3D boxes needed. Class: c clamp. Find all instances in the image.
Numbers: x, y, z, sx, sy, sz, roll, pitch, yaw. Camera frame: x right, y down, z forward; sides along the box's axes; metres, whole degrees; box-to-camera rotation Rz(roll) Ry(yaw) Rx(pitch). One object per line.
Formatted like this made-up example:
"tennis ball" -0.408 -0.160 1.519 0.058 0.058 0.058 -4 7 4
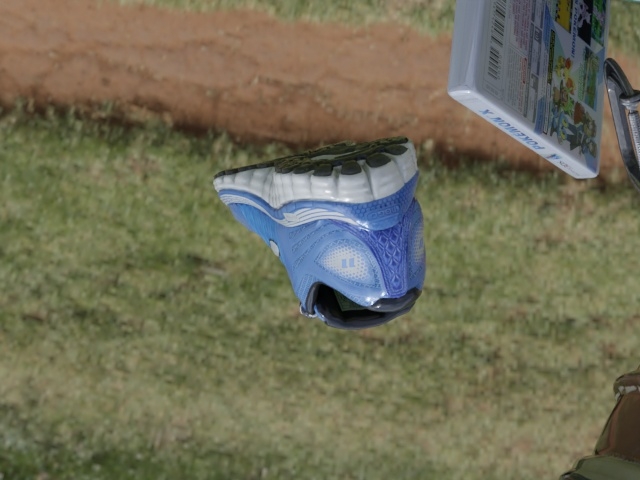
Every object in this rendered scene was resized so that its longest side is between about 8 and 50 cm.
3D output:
"c clamp" 0.302 -0.093 1.256 0.022 0.137 0.160 -17 108 5

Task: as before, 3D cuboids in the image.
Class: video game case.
"video game case" 0.236 -0.264 1.421 0.036 0.328 0.300 -3 164 36

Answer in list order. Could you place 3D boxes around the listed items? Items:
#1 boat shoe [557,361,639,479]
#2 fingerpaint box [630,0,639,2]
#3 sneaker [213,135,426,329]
"boat shoe" 0.228 0.109 0.403 0.324 0.119 0.122 28 170 -16
"fingerpaint box" 0.584 -0.511 1.675 0.371 0.163 0.444 13 114 21
"sneaker" 0.000 0.000 1.062 0.130 0.330 0.147 -14 97 -11
